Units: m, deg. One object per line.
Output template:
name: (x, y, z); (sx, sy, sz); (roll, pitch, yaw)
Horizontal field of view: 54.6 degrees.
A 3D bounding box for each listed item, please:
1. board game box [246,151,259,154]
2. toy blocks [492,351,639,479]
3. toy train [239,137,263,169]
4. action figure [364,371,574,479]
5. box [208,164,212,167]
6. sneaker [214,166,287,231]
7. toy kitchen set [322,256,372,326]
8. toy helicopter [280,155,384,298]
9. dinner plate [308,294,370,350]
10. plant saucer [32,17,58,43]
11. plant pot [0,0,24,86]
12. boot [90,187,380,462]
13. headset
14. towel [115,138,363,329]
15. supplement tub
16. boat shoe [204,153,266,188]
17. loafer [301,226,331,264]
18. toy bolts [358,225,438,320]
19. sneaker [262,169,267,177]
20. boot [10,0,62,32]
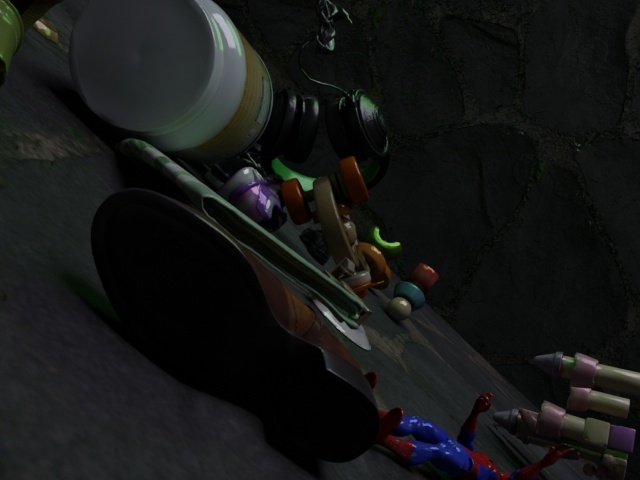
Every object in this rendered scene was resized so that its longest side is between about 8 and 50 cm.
board game box: (-0.198, -0.192, 1.182); (0.168, 0.033, 0.133); (6, 8, -16)
toy blocks: (0.463, 0.394, 1.227); (0.260, 0.309, 0.288); (10, -22, 24)
toy train: (-0.260, -0.295, 1.502); (0.334, 0.142, 0.190); (42, -4, -17)
action figure: (0.169, 0.215, 0.695); (0.280, 0.139, 0.091); (42, 6, -34)
box: (-0.228, -0.221, 1.294); (0.102, 0.101, 0.087); (37, 9, -37)
sneaker: (-0.099, -0.059, 1.103); (0.104, 0.095, 0.236); (51, 11, 7)
toy kitchen set: (0.045, 0.078, 0.970); (0.075, 0.068, 0.083); (48, 7, 32)
toy helicopter: (0.056, 0.021, 1.161); (0.355, 0.140, 0.235); (57, 14, -65)
dinner plate: (0.034, 0.123, 1.009); (0.141, 0.017, 0.141); (44, 7, -6)
plant saucer: (-0.491, -0.380, 1.085); (0.083, 0.015, 0.083); (43, 5, -5)
plant pot: (-0.310, -0.173, 0.555); (0.083, 0.083, 0.079); (37, 20, -48)
boot: (-0.072, 0.035, 0.548); (0.264, 0.096, 0.280); (37, 5, -18)
headset: (0.008, -0.229, 1.135); (0.394, 0.243, 0.185); (88, 3, -58)
towel: (-0.107, -0.022, 0.730); (0.248, 0.038, 0.325); (39, -3, -36)
supplement tub: (-0.206, -0.237, 0.924); (0.228, 0.228, 0.316); (43, 5, 3)
boat shoe: (-0.152, -0.125, 1.221); (0.095, 0.079, 0.254); (43, 5, 11)
loafer: (0.000, 0.000, 1.441); (0.062, 0.061, 0.170); (39, 6, -24)
toy bolts: (0.163, 0.118, 1.609); (0.228, 0.158, 0.218); (35, -37, 13)
sneaker: (-0.123, -0.145, 1.585); (0.098, 0.083, 0.224); (46, 3, -25)
boot: (-0.398, -0.388, 0.798); (0.104, 0.211, 0.295); (42, 6, -2)
